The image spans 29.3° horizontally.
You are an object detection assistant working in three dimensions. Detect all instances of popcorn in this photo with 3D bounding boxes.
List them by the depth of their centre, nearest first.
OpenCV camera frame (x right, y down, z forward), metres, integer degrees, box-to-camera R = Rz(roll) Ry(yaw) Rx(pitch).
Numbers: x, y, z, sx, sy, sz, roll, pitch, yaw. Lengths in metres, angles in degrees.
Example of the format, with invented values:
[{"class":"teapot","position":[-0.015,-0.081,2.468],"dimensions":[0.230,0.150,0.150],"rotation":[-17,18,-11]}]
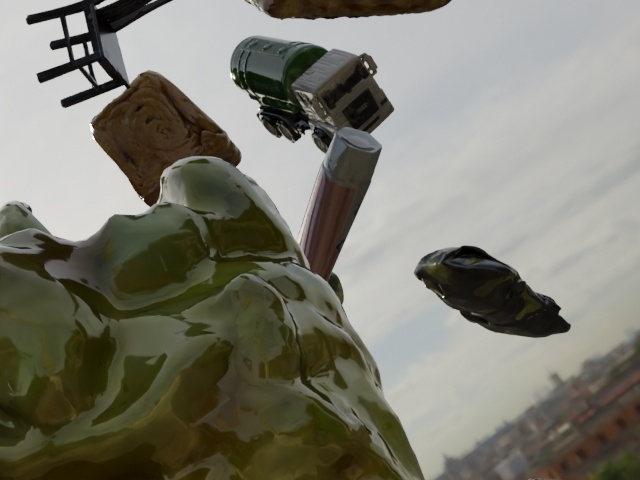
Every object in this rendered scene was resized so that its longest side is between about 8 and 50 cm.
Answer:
[{"class":"popcorn","position":[-0.091,0.105,0.467],"dimensions":[0.250,0.242,0.235],"rotation":[-19,-58,-12]}]

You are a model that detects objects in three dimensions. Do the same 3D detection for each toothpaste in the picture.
[{"class":"toothpaste","position":[0.000,0.000,1.009],"dimensions":[0.042,0.067,0.195],"rotation":[7,-57,-25]}]

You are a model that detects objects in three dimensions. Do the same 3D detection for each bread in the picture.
[{"class":"bread","position":[0.020,-0.284,1.258],"dimensions":[0.222,0.096,0.181],"rotation":[-7,22,-20]},{"class":"bread","position":[-0.214,-0.128,1.663],"dimensions":[0.149,0.158,0.143],"rotation":[-47,-13,-5]}]

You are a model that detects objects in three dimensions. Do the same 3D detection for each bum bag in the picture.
[{"class":"bum bag","position":[0.187,0.060,1.305],"dimensions":[0.106,0.060,0.232],"rotation":[-1,-19,33]}]

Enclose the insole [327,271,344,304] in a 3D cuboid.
[{"class":"insole","position":[-0.072,0.073,1.485],"dimensions":[0.247,0.081,0.011],"rotation":[-7,14,37]}]

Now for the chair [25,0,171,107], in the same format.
[{"class":"chair","position":[-0.239,-0.251,1.483],"dimensions":[0.212,0.101,0.084],"rotation":[-18,-22,7]}]

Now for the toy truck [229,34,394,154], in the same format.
[{"class":"toy truck","position":[-0.019,-0.192,1.526],"dimensions":[0.101,0.125,0.242],"rotation":[-42,32,-16]}]

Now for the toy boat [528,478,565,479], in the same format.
[{"class":"toy boat","position":[0.198,0.341,0.999],"dimensions":[0.210,0.292,0.070],"rotation":[-12,-19,-7]}]
